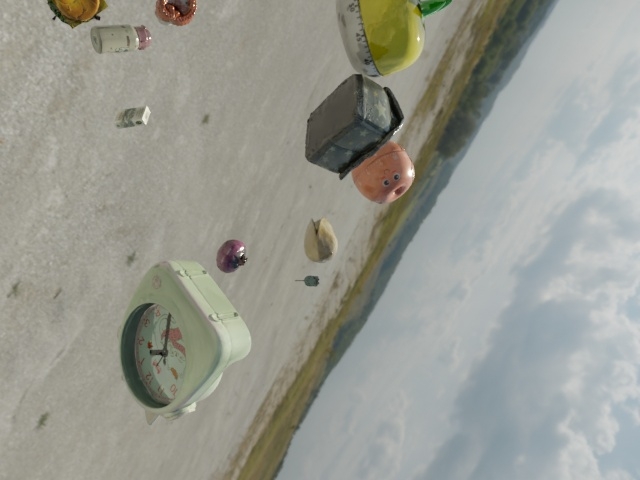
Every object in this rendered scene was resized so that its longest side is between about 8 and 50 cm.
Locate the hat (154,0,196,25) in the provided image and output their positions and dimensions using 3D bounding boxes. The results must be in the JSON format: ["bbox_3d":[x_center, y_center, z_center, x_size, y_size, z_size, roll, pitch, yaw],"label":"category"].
[{"bbox_3d":[-0.380,-0.583,1.277,0.162,0.093,0.112,17,-107,51],"label":"hat"}]

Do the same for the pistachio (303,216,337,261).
[{"bbox_3d":[0.000,0.000,1.885,0.223,0.126,0.152,-92,173,-56],"label":"pistachio"}]

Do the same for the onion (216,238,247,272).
[{"bbox_3d":[-0.283,0.054,1.639,0.115,0.104,0.115,-54,155,-41],"label":"onion"}]

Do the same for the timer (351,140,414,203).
[{"bbox_3d":[0.235,-0.259,1.915,0.229,0.215,0.230,-32,167,-9],"label":"timer"}]

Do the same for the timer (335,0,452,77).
[{"bbox_3d":[0.196,-0.560,1.273,0.285,0.285,0.285,-56,173,-10],"label":"timer"}]

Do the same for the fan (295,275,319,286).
[{"bbox_3d":[-0.045,0.137,1.709,0.004,0.083,0.056,-92,-177,-47],"label":"fan"}]

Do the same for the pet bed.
[{"bbox_3d":[0.082,-0.266,1.223,0.210,0.159,0.183,-37,-139,41],"label":"pet bed"}]

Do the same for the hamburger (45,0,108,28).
[{"bbox_3d":[-0.783,-0.781,1.618,0.189,0.093,0.164,-27,135,-18],"label":"hamburger"}]

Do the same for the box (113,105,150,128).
[{"bbox_3d":[-0.494,-0.322,1.327,0.024,0.083,0.054,71,16,-53],"label":"box"}]

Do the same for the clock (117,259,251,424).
[{"bbox_3d":[-0.305,0.223,1.044,0.108,0.265,0.324,-1,133,-56],"label":"clock"}]

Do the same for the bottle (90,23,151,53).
[{"bbox_3d":[-0.819,-0.838,2.101,0.233,0.110,0.110,-22,152,-37],"label":"bottle"}]
